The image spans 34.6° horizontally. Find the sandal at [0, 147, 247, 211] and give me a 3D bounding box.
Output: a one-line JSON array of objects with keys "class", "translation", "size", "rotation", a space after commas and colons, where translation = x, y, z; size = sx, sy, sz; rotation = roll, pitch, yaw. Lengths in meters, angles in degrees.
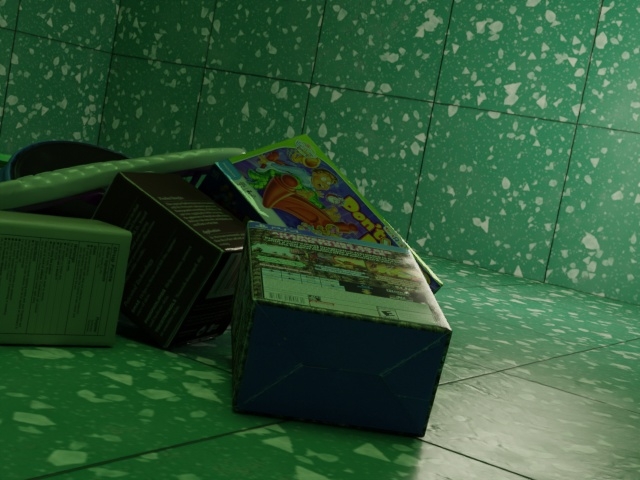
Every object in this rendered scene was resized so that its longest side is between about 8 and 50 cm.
[{"class": "sandal", "translation": [-0.312, -0.075, 1.609], "size": [0.416, 0.102, 0.169], "rotation": [-11, 8, -23]}]

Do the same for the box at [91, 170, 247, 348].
[{"class": "box", "translation": [-0.213, 0.024, 1.476], "size": [0.203, 0.167, 0.168], "rotation": [36, 15, 18]}]

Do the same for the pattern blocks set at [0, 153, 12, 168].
[{"class": "pattern blocks set", "translation": [-0.476, -0.052, 1.768], "size": [0.285, 0.026, 0.325], "rotation": [3, 37, -44]}]

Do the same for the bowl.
[{"class": "bowl", "translation": [-0.363, -0.039, 1.743], "size": [0.391, 0.077, 0.391], "rotation": [23, 27, -13]}]

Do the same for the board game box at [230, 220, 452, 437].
[{"class": "board game box", "translation": [0.011, 0.101, 1.288], "size": [0.232, 0.141, 0.291], "rotation": [10, 17, -8]}]

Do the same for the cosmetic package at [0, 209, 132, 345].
[{"class": "cosmetic package", "translation": [-0.409, 0.043, 1.293], "size": [0.310, 0.160, 0.113], "rotation": [7, 6, -39]}]

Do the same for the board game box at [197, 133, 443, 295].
[{"class": "board game box", "translation": [0.000, 0.000, 1.614], "size": [0.347, 0.078, 0.233], "rotation": [48, 38, 13]}]
